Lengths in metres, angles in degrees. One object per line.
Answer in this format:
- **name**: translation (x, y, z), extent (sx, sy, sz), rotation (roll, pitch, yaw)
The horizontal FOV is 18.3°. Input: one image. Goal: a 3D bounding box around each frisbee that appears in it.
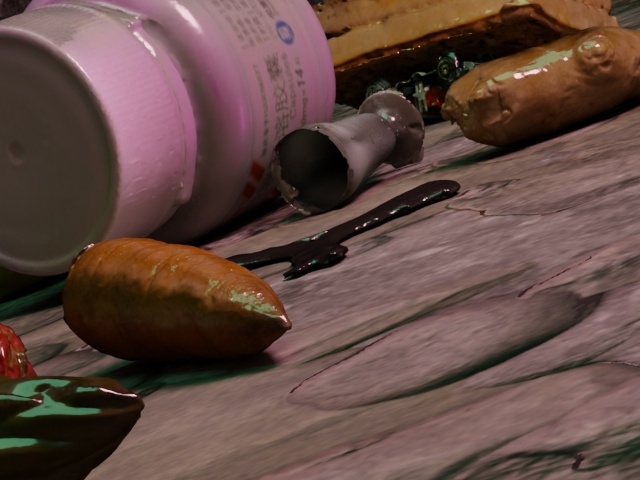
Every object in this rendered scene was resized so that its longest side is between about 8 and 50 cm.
- **frisbee**: translation (0.000, 0.000, 1.320), extent (0.211, 0.012, 0.187), rotation (-18, 8, -2)

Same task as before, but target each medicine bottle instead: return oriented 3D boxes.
- **medicine bottle**: translation (-0.155, -0.107, 1.624), extent (0.241, 0.241, 0.302), rotation (-14, 9, 35)

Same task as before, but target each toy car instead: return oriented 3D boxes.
- **toy car**: translation (0.113, -0.148, 1.968), extent (0.073, 0.054, 0.143), rotation (-2, -10, -43)

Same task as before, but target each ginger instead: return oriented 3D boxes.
- **ginger**: translation (0.186, -0.121, 1.517), extent (0.190, 0.069, 0.095), rotation (-18, 12, -1)

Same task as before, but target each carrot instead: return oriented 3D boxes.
- **carrot**: translation (-0.068, 0.037, 1.045), extent (0.072, 0.072, 0.205), rotation (-23, 14, -25)

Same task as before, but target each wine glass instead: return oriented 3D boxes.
- **wine glass**: translation (0.026, -0.072, 1.584), extent (0.072, 0.072, 0.155), rotation (-15, 8, 30)

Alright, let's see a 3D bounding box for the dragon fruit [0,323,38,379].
- **dragon fruit**: translation (-0.247, 0.062, 1.090), extent (0.161, 0.121, 0.127), rotation (-15, 12, -2)

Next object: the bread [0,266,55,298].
- **bread**: translation (-0.269, -0.003, 1.763), extent (0.134, 0.085, 0.173), rotation (-15, 8, 36)

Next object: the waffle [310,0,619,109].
- **waffle**: translation (0.130, -0.211, 2.033), extent (0.308, 0.091, 0.213), rotation (-14, -13, 32)

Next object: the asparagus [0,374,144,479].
- **asparagus**: translation (-0.195, 0.105, 0.796), extent (0.287, 0.080, 0.080), rotation (-20, 6, 17)
